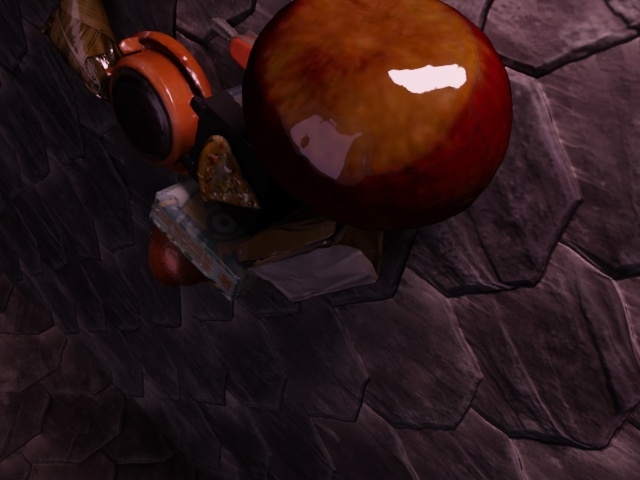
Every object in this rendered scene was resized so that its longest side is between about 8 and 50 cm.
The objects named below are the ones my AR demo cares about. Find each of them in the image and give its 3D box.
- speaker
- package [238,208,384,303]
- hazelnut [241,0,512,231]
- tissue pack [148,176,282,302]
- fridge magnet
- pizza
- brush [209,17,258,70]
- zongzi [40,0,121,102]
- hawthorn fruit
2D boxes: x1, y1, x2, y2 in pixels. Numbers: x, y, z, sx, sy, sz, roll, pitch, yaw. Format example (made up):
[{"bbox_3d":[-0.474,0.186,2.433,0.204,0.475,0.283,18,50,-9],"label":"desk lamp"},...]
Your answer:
[{"bbox_3d":[-0.150,-0.190,1.329,0.254,0.184,0.232,44,140,17],"label":"speaker"},{"bbox_3d":[-0.026,-0.005,1.282,0.311,0.165,0.221,-18,61,49],"label":"package"},{"bbox_3d":[0.075,-0.192,0.950,0.429,0.402,0.402,27,134,15],"label":"hazelnut"},{"bbox_3d":[-0.234,-0.026,1.489,0.311,0.228,0.128,43,138,15],"label":"tissue pack"},{"bbox_3d":[-0.392,-0.328,1.494,0.364,0.155,0.363,26,132,32],"label":"fridge magnet"},{"bbox_3d":[-0.197,-0.112,1.260,0.176,0.036,0.184,48,141,9],"label":"pizza"},{"bbox_3d":[-0.124,-0.375,1.273,0.323,0.051,0.070,41,141,17],"label":"brush"},{"bbox_3d":[-0.574,-0.540,1.566,0.286,0.134,0.288,50,133,-3],"label":"zongzi"},{"bbox_3d":[-0.368,0.015,1.643,0.231,0.235,0.263,-31,110,24],"label":"hawthorn fruit"}]
